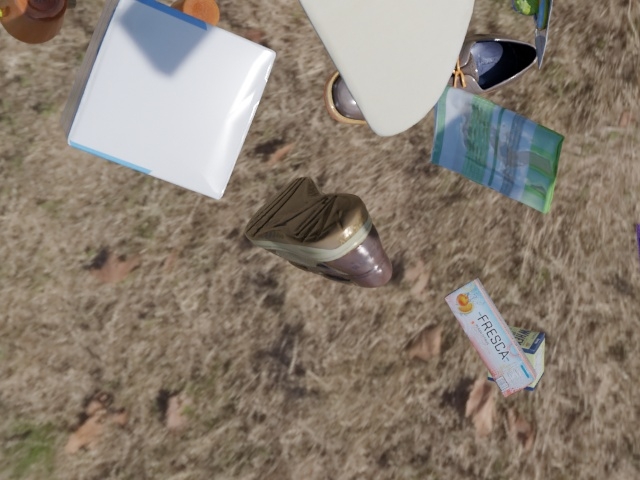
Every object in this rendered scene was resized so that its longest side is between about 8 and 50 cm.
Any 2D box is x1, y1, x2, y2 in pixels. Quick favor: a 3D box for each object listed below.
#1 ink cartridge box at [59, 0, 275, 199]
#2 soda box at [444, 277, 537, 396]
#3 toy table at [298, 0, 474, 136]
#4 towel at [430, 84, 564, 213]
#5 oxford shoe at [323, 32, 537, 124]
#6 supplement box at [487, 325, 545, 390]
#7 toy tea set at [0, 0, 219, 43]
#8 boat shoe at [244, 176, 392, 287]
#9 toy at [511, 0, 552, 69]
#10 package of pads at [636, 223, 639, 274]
[{"bbox_3d":[-0.209,-0.193,1.276,0.198,0.270,0.197,20,95,-20],"label":"ink cartridge box"},{"bbox_3d":[0.268,0.151,1.538,0.058,0.063,0.183,-32,83,13],"label":"soda box"},{"bbox_3d":[0.025,-0.179,0.291,0.161,0.252,0.274,-27,100,8],"label":"toy table"},{"bbox_3d":[0.187,-0.098,1.064,0.152,0.023,0.113,30,145,28],"label":"towel"},{"bbox_3d":[0.180,-0.273,1.579,0.364,0.133,0.130,-19,99,-20],"label":"oxford shoe"},{"bbox_3d":[0.329,0.196,1.650,0.083,0.056,0.083,11,121,28],"label":"supplement box"},{"bbox_3d":[-0.321,-0.346,1.470,0.336,0.124,0.200,26,75,-23],"label":"toy tea set"},{"bbox_3d":[0.000,0.000,1.319,0.123,0.342,0.123,-46,110,-13],"label":"boat shoe"},{"bbox_3d":[0.306,-0.375,1.416,0.056,0.237,0.137,3,61,3],"label":"toy"},{"bbox_3d":[0.418,0.021,1.219,0.032,0.050,0.083,-14,72,44],"label":"package of pads"}]
